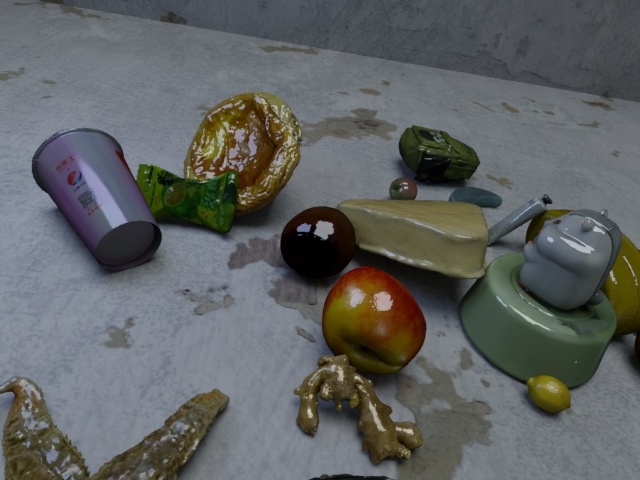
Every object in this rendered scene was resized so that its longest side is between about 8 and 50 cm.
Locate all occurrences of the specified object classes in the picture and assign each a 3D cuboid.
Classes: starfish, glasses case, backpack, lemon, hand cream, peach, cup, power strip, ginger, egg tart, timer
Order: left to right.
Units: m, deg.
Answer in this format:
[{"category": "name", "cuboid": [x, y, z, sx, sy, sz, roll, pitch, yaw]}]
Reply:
[{"category": "cup", "cuboid": [-0.464, -0.080, 0.989, 0.203, 0.203, 0.288, -20, 54, -35]}, {"category": "starfish", "cuboid": [-0.250, 0.317, 0.600, 0.324, 0.082, 0.432, -11, 40, -23]}, {"category": "egg tart", "cuboid": [-0.193, -0.212, 1.199, 0.352, 0.352, 0.150, 35, -2, 28]}, {"category": "ginger", "cuboid": [0.056, 0.265, 0.740, 0.193, 0.052, 0.176, -7, 70, -7]}, {"category": "peach", "cuboid": [0.098, 0.138, 0.838, 0.190, 0.190, 0.192, 16, 44, 6]}, {"category": "peach", "cuboid": [0.240, -0.142, 1.335, 0.083, 0.083, 0.083, 7, 37, -6]}, {"category": "backpack", "cuboid": [0.382, -0.269, 1.502, 0.253, 0.140, 0.207, 10, 36, -13]}, {"category": "power strip", "cuboid": [0.443, -0.101, 1.366, 0.137, 0.044, 0.216, 30, 40, 24]}, {"category": "hand cream", "cuboid": [0.516, -0.054, 1.222, 0.042, 0.194, 0.067, 36, 35, -20]}, {"category": "lemon", "cuboid": [0.412, 0.276, 0.840, 0.083, 0.062, 0.062, 33, 41, 21]}, {"category": "timer", "cuboid": [0.463, 0.078, 0.908, 0.291, 0.315, 0.290, 7, 36, -5]}, {"category": "glasses case", "cuboid": [0.647, 0.051, 1.109, 0.141, 0.173, 0.371, 2, 37, -9]}]

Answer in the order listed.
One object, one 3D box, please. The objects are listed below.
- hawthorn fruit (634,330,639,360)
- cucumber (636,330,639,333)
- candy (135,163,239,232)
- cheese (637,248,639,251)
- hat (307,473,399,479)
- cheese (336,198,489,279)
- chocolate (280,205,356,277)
[{"category": "hawthorn fruit", "cuboid": [0.721, 0.235, 0.921, 0.148, 0.148, 0.172, 7, 53, -6]}, {"category": "cucumber", "cuboid": [0.796, 0.232, 1.019, 0.182, 0.053, 0.053, 23, 38, 19]}, {"category": "candy", "cuboid": [-0.319, -0.103, 1.093, 0.246, 0.149, 0.069, 7, -7, -4]}, {"category": "cheese", "cuboid": [0.897, 0.051, 1.294, 0.163, 0.036, 0.086, -2, 40, -17]}, {"category": "hat", "cuboid": [0.049, 0.461, 0.460, 0.366, 0.257, 0.381, 15, 70, -22]}, {"category": "cheese", "cuboid": [0.248, -0.016, 1.054, 0.384, 0.104, 0.384, 4, 16, -1]}, {"category": "chocolate", "cuboid": [0.000, 0.000, 1.028, 0.177, 0.176, 0.176, 7, 37, -6]}]
